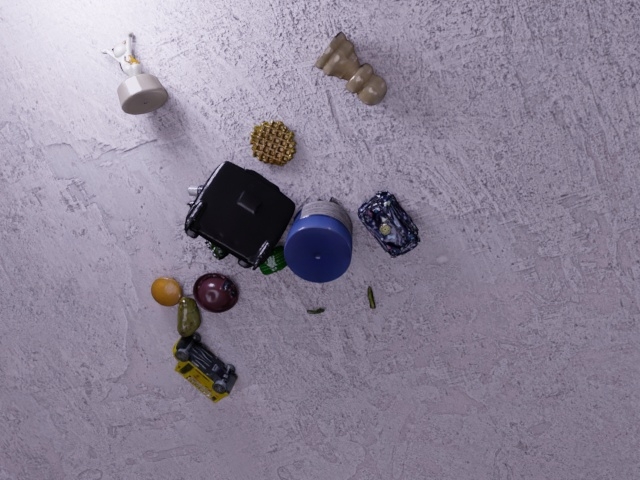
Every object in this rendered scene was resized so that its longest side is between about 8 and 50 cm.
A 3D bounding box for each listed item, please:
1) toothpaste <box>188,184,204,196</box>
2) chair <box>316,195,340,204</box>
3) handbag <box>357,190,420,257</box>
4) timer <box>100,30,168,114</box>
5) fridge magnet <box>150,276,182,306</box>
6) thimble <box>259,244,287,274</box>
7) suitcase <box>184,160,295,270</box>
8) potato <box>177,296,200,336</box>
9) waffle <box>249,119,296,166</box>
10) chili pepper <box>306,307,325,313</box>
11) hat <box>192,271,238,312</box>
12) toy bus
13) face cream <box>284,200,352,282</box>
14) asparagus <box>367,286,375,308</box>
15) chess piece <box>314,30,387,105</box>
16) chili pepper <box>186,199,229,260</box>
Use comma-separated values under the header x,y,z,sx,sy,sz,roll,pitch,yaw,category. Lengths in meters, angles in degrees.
x,y,z,sx,sy,sz,roll,pitch,yaw,category
-0.431,-0.192,1.889,0.194,0.045,0.071,3,118,2,toothpaste
0.031,-0.152,1.821,0.086,0.037,0.042,22,124,-3,chair
0.263,-0.061,1.775,0.162,0.113,0.260,-36,93,13,handbag
-0.702,-0.626,1.738,0.175,0.175,0.265,-26,87,18,timer
-0.678,0.225,2.068,0.143,0.063,0.142,3,110,7,fridge magnet
-0.192,0.080,1.904,0.130,0.118,0.090,-26,101,-10,thimble
-0.301,-0.100,1.765,0.345,0.188,0.339,32,81,-12,suitcase
-0.589,0.337,2.081,0.085,0.105,0.187,21,118,49,potato
-0.181,-0.369,1.780,0.191,0.038,0.190,3,109,10,waffle
-0.017,0.304,2.003,0.084,0.022,0.027,-8,109,17,chili pepper
-0.458,0.233,2.019,0.206,0.089,0.205,3,109,8,hat
-0.542,0.577,2.129,0.330,0.144,0.152,45,115,-10,toy bus
0.000,0.000,1.768,0.249,0.225,0.248,3,120,6,face cream
0.210,0.239,1.939,0.025,0.021,0.108,-8,108,14,asparagus
0.119,-0.576,1.609,0.261,0.142,0.142,39,111,-10,chess piece
-0.426,-0.056,1.907,0.148,0.116,0.264,-18,106,-1,chili pepper
